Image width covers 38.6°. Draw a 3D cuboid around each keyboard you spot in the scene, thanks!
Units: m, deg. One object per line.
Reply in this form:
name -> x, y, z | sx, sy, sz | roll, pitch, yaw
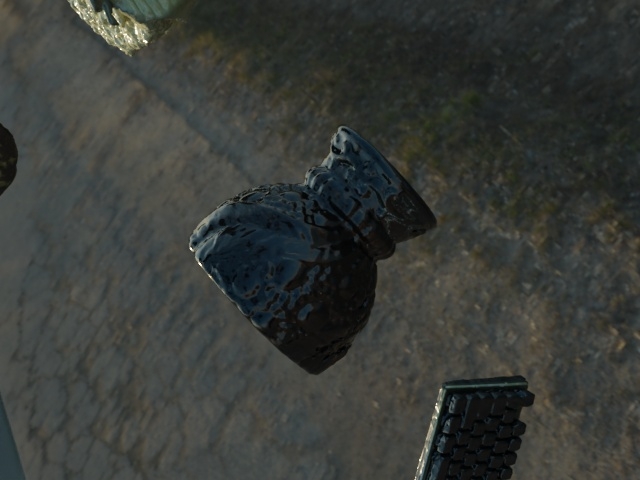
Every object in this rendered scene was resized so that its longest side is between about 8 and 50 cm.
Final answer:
keyboard -> 0.105, 0.263, 0.763 | 0.027, 0.106, 0.317 | 31, 113, 52

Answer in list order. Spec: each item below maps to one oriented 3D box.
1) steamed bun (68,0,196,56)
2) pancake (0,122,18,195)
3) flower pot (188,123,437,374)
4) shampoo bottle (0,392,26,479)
steamed bun -> -0.323, -0.455, 1.450 | 0.273, 0.290, 0.272 | -44, 20, -23
pancake -> -0.478, -0.093, 1.173 | 0.190, 0.184, 0.020 | -54, 55, 23
flower pot -> 0.000, 0.000, 1.235 | 0.267, 0.266, 0.266 | -45, 29, 0
shampoo bottle -> -0.293, 0.122, 0.692 | 0.051, 0.108, 0.221 | -27, 77, 36
